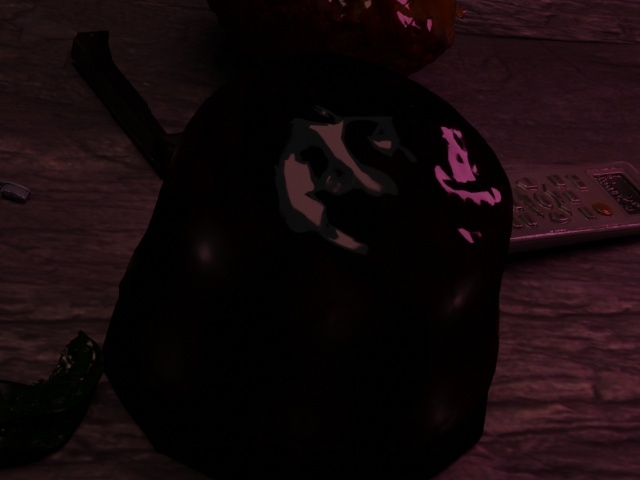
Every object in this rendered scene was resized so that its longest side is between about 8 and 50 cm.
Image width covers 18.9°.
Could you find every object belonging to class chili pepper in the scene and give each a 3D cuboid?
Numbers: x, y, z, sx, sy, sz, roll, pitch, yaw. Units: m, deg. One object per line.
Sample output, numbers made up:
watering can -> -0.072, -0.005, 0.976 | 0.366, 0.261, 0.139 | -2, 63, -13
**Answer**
chili pepper -> -0.301, 0.136, 1.633 | 0.279, 0.065, 0.122 | -5, 28, -28

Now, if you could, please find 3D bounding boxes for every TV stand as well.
TV stand -> -0.204, -0.153, 2.125 | 0.049, 0.040, 0.256 | -8, 38, -29

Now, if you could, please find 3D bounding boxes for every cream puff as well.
cream puff -> -0.002, -0.300, 2.246 | 0.350, 0.229, 0.350 | 31, 21, -13

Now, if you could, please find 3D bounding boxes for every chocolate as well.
chocolate -> 0.000, 0.000, 1.705 | 0.383, 0.331, 0.384 | 7, 32, -5

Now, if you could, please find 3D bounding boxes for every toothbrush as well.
toothbrush -> -0.388, -0.074, 1.965 | 0.193, 0.013, 0.019 | 18, 42, 6

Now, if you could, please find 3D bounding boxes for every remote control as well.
remote control -> 0.244, -0.027, 2.085 | 0.313, 0.055, 0.109 | -7, 43, -35
